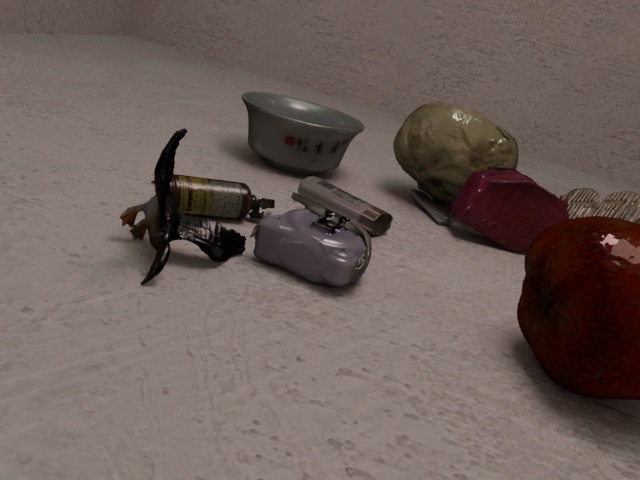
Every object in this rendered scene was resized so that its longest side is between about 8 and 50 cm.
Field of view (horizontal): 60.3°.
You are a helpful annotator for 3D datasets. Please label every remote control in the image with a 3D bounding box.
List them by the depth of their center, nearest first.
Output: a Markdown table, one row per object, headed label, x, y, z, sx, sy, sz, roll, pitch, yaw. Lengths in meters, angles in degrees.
| label | x | y | z | sx | sy | sz | roll | pitch | yaw |
| --- | --- | --- | --- | --- | --- | --- | --- | --- | --- |
| remote control | 0.296 | -0.087 | 1.491 | 0.049 | 0.027 | 0.184 | 10 | 27 | -23 |

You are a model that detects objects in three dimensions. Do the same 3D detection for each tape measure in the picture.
| label | x | y | z | sx | sy | sz | roll | pitch | yaw |
| --- | --- | --- | --- | --- | --- | --- | --- | --- | --- |
| tape measure | -0.001 | -0.002 | 0.975 | 0.195 | 0.105 | 0.178 | 19 | 21 | 11 |

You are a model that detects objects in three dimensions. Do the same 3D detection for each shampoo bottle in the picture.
| label | x | y | z | sx | sy | sz | roll | pitch | yaw |
| --- | --- | --- | --- | --- | --- | --- | --- | --- | --- |
| shampoo bottle | 0.055 | -0.083 | 1.269 | 0.227 | 0.056 | 0.086 | 30 | 24 | 31 |

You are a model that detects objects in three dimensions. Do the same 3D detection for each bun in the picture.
| label | x | y | z | sx | sy | sz | roll | pitch | yaw |
| --- | --- | --- | --- | --- | --- | --- | --- | --- | --- |
| bun | 0.366 | -0.217 | 1.517 | 0.359 | 0.211 | 0.360 | 28 | -5 | 3 |

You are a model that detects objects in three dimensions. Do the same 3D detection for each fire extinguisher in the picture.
| label | x | y | z | sx | sy | sz | roll | pitch | yaw |
| --- | --- | --- | --- | --- | --- | --- | --- | --- | --- |
| fire extinguisher | -0.192 | -0.088 | 1.088 | 0.251 | 0.075 | 0.106 | 3 | 25 | -28 |

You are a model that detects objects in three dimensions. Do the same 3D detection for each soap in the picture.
| label | x | y | z | sx | sy | sz | roll | pitch | yaw |
| --- | --- | --- | --- | --- | --- | --- | --- | --- | --- |
| soap | 0.489 | -0.072 | 1.375 | 0.289 | 0.182 | 0.112 | 27 | 18 | -16 |

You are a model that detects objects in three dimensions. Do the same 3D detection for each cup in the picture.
| label | x | y | z | sx | sy | sz | roll | pitch | yaw |
| --- | --- | --- | --- | --- | --- | --- | --- | --- | --- |
| cup | -0.065 | -0.288 | 1.537 | 0.346 | 0.163 | 0.347 | 14 | 23 | -6 |

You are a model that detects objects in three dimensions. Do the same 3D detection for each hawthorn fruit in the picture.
| label | x | y | z | sx | sy | sz | roll | pitch | yaw |
| --- | --- | --- | --- | --- | --- | --- | --- | --- | --- |
| hawthorn fruit | 0.444 | 0.106 | 0.813 | 0.299 | 0.276 | 0.275 | 19 | 22 | 12 |

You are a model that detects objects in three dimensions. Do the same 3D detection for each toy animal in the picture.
| label | x | y | z | sx | sy | sz | roll | pitch | yaw |
| --- | --- | --- | --- | --- | --- | --- | --- | --- | --- |
| toy animal | -0.237 | -0.016 | 0.855 | 0.160 | 0.197 | 0.273 | 12 | -28 | 37 |

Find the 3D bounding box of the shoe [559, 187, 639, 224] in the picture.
| label | x | y | z | sx | sy | sz | roll | pitch | yaw |
| --- | --- | --- | --- | --- | --- | --- | --- | --- | --- |
| shoe | 0.730 | -0.010 | 1.448 | 0.198 | 0.172 | 0.351 | 48 | -6 | -15 |
